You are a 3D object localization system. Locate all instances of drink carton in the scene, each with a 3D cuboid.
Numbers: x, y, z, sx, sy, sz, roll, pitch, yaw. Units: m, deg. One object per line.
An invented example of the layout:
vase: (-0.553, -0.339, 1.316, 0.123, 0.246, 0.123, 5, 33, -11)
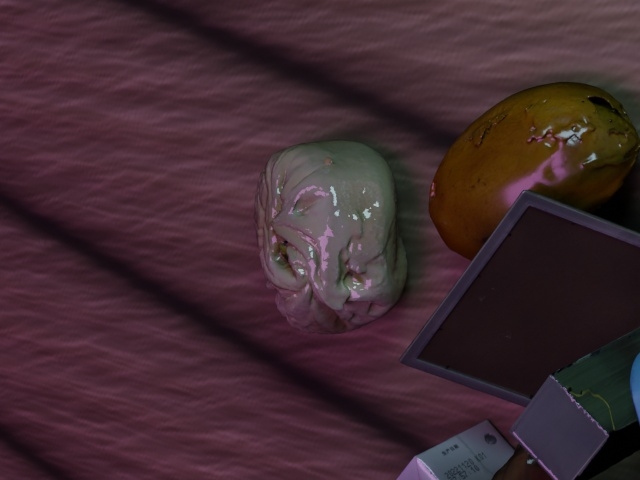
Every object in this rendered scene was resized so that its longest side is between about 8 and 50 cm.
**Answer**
drink carton: (0.107, 0.343, 2.074, 0.106, 0.130, 0.315, 48, 133, 19)

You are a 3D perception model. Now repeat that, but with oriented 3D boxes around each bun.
bun: (0.000, 0.000, 2.047, 0.229, 0.145, 0.229, 20, 121, 37)

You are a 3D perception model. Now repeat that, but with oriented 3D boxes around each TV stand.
TV stand: (0.297, 0.137, 1.707, 0.083, 0.269, 0.088, 49, 133, 21)

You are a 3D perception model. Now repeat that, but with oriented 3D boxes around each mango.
mango: (0.211, -0.059, 1.828, 0.156, 0.151, 0.248, 42, 132, -17)

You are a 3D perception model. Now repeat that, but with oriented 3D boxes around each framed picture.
framed picture: (0.230, 0.069, 1.837, 0.274, 0.217, 0.017, -55, 21, 40)

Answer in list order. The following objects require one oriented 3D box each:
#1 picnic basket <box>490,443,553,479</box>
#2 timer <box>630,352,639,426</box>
picnic basket: (0.285, 0.298, 1.806, 0.321, 0.291, 0.254, -45, 67, 0)
timer: (0.394, 0.178, 1.643, 0.091, 0.250, 0.232, -13, 96, 47)
